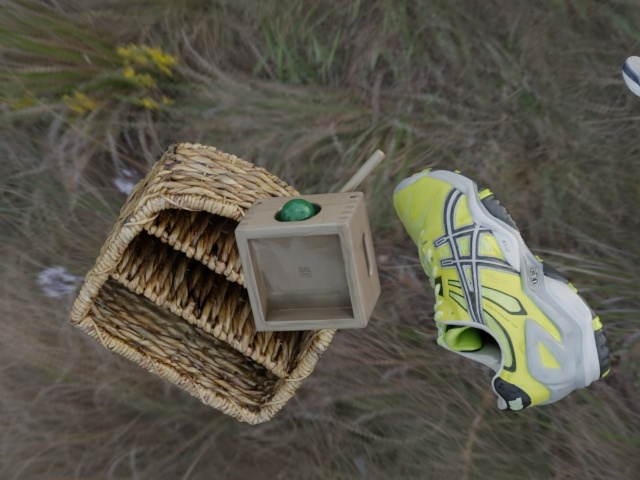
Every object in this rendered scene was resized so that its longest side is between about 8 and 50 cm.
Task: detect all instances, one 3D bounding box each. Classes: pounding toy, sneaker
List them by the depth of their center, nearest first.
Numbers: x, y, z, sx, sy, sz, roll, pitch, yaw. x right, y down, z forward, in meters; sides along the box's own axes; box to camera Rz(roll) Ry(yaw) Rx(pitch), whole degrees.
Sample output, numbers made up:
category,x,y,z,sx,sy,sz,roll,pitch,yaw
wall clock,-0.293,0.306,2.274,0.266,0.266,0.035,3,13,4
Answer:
category,x,y,z,sx,sy,sz,roll,pitch,yaw
pounding toy,0.000,0.000,1.160,0.130,0.100,0.141,-3,115,17
sneaker,0.367,-0.165,1.234,0.052,0.058,0.135,-29,46,-31
sneaker,0.185,0.048,1.492,0.147,0.145,0.384,-29,47,-12

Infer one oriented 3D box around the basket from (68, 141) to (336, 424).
category,x,y,z,sx,sy,sz,roll,pitch,yaw
basket,-0.117,0.050,1.515,0.299,0.213,0.223,34,46,-15
